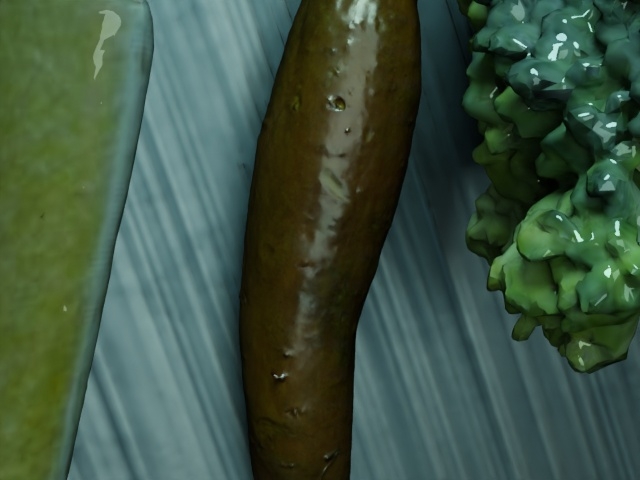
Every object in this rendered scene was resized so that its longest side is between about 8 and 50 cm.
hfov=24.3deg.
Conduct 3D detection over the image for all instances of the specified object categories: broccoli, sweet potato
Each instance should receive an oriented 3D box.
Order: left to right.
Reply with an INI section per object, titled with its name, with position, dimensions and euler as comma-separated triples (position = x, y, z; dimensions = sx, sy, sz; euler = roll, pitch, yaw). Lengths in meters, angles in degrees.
[sweet potato]
position = -0.001, 0.000, 0.538
dimensions = 0.057, 0.057, 0.265
euler = 9, 98, -17
[broccoli]
position = 0.167, -0.046, 0.507
dimensions = 0.243, 0.247, 0.263
euler = 74, 32, -42

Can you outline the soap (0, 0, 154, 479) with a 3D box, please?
[soap]
position = -0.221, 0.063, 0.382
dimensions = 0.293, 0.156, 0.335
euler = 14, 92, 18
